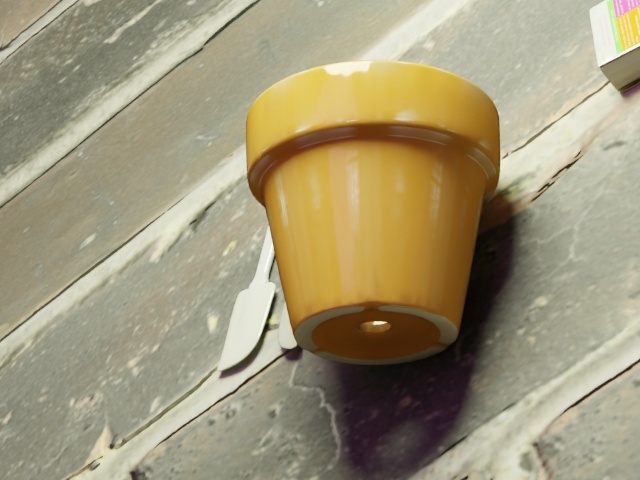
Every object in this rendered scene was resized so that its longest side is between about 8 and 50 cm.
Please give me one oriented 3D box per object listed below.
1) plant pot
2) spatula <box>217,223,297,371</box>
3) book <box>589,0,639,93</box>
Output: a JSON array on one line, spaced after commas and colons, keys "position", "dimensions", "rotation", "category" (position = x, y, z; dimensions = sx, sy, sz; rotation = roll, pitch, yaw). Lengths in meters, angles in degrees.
[{"position": [0.042, -0.011, 1.519], "dimensions": [0.205, 0.205, 0.188], "rotation": [-18, 59, 34], "category": "plant pot"}, {"position": [0.000, 0.000, 1.689], "dimensions": [0.168, 0.019, 0.242], "rotation": [-20, 42, 40], "category": "spatula"}, {"position": [0.290, -0.192, 1.567], "dimensions": [0.144, 0.035, 0.096], "rotation": [-29, 36, 22], "category": "book"}]
